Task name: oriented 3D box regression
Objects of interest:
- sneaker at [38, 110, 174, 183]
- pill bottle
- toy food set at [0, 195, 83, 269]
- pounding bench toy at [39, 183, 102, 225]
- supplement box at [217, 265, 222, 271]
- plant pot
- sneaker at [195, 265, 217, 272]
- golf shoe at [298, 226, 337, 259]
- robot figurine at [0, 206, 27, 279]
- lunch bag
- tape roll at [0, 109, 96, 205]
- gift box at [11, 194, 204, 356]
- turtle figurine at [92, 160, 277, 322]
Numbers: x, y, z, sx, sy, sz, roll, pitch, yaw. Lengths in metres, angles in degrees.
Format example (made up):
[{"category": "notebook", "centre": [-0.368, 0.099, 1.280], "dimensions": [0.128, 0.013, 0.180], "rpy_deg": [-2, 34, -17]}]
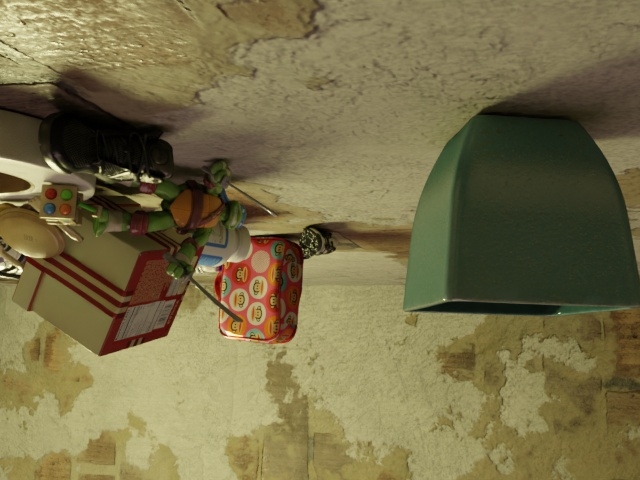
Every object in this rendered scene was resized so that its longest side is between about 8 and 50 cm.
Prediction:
[{"category": "sneaker", "centre": [-0.285, -0.128, 1.012], "dimensions": [0.130, 0.087, 0.227], "rpy_deg": [-2, 174, 13]}, {"category": "pill bottle", "centre": [-0.272, -0.005, 1.663], "dimensions": [0.124, 0.124, 0.221], "rpy_deg": [-7, 167, 43]}, {"category": "toy food set", "centre": [-0.506, -0.021, 1.281], "dimensions": [0.192, 0.038, 0.132], "rpy_deg": [-19, 129, 30]}, {"category": "pounding bench toy", "centre": [-0.385, -0.054, 1.132], "dimensions": [0.083, 0.052, 0.065], "rpy_deg": [3, 171, -8]}, {"category": "supplement box", "centre": [-0.370, 0.019, 1.884], "dimensions": [0.220, 0.114, 0.111], "rpy_deg": [10, 169, -37]}, {"category": "plant pot", "centre": [0.256, -0.030, 0.994], "dimensions": [0.247, 0.252, 0.248], "rpy_deg": [2, 171, -6]}, {"category": "sneaker", "centre": [-0.304, 0.042, 1.770], "dimensions": [0.232, 0.090, 0.115], "rpy_deg": [-29, -129, -27]}, {"category": "golf shoe", "centre": [0.000, 0.000, 1.872], "dimensions": [0.094, 0.077, 0.198], "rpy_deg": [-12, 177, -9]}, {"category": "robot figurine", "centre": [-0.592, -0.009, 1.524], "dimensions": [0.173, 0.209, 0.278], "rpy_deg": [11, 179, 39]}, {"category": "lunch bag", "centre": [-0.183, 0.136, 2.019], "dimensions": [0.258, 0.293, 0.120], "rpy_deg": [1, 171, 31]}, {"category": "tape roll", "centre": [-0.542, -0.123, 1.118], "dimensions": [0.392, 0.072, 0.392], "rpy_deg": [1, 171, 0]}, {"category": "gift box", "centre": [-0.413, 0.059, 1.434], "dimensions": [0.258, 0.255, 0.276], "rpy_deg": [29, -172, 17]}, {"category": "turtle figurine", "centre": [-0.228, -0.040, 1.224], "dimensions": [0.266, 0.274, 0.198], "rpy_deg": [10, 134, -26]}]
